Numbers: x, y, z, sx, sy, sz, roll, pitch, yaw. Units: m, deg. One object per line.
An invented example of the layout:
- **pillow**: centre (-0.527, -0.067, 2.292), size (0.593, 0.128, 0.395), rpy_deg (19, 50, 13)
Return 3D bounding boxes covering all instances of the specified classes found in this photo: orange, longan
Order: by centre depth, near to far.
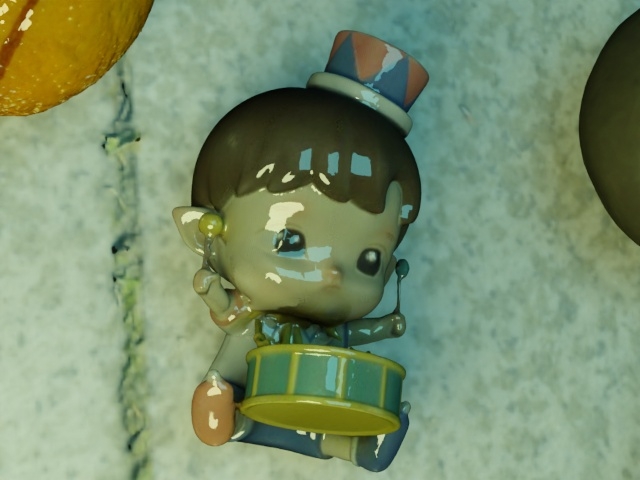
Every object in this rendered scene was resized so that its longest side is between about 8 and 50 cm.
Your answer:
- **orange**: centre (-0.184, -0.171, 1.074), size (0.193, 0.161, 0.193), rpy_deg (1, 87, -20)
- **longan**: centre (0.274, -0.077, 1.254), size (0.198, 0.198, 0.212), rpy_deg (43, 67, -9)

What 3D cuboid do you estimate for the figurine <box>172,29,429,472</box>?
- **figurine**: centre (-0.005, 0.002, 1.115), size (0.161, 0.158, 0.275), rpy_deg (12, 72, -31)
